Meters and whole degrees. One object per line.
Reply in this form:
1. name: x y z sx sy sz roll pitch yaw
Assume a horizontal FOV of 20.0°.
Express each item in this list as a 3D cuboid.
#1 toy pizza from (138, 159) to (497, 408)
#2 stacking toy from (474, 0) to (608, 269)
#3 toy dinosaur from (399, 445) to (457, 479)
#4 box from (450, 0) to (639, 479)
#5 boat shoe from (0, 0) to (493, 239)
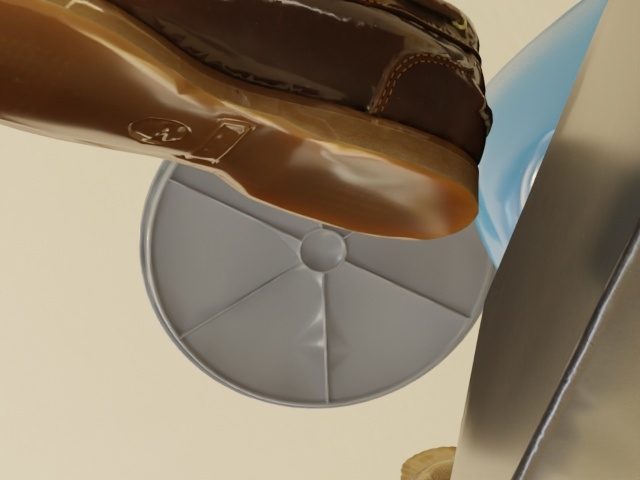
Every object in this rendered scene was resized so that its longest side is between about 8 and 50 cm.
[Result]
1. toy pizza: 0.000 0.000 1.009 0.201 0.032 0.201 -2 -68 -4
2. stacking toy: 0.227 -0.060 0.837 0.175 0.301 0.166 57 -34 7
3. toy dinosaur: 0.093 0.145 1.106 0.183 0.092 0.053 -13 -68 -19
4. box: 0.221 0.027 0.526 0.312 0.179 0.343 15 -40 -1
5. boat shoe: -0.042 -0.062 0.511 0.207 0.073 0.073 19 -26 -30
